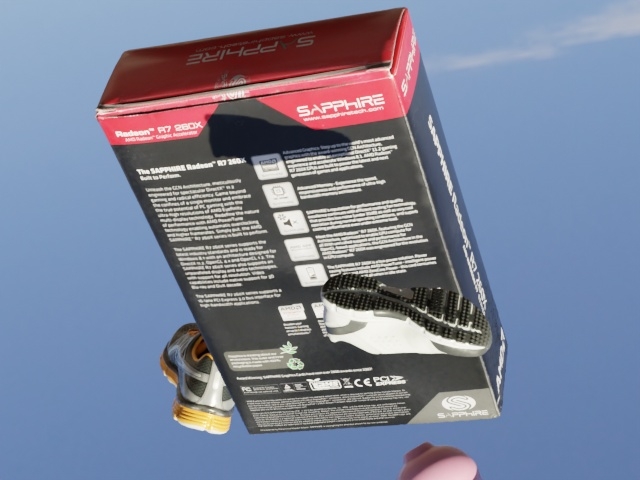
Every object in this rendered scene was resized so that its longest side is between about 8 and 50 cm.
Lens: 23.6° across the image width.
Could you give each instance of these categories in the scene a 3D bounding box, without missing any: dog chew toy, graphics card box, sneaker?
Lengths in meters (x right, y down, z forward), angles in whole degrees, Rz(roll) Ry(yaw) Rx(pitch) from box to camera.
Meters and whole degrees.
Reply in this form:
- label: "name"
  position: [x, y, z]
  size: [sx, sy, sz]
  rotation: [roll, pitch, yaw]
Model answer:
- label: "dog chew toy"
  position: [0.224, 0.447, 2.239]
  size: [0.206, 0.332, 0.206]
  rotation: [-31, 172, -5]
- label: "graphics card box"
  position: [0.000, 0.000, 1.214]
  size: [0.232, 0.371, 0.094]
  rotation: [-7, -140, 18]
- label: "sneaker"
  position: [0.053, 0.052, 0.949]
  size: [0.109, 0.044, 0.040]
  rotation: [15, -136, 10]
- label: "sneaker"
  position: [-0.120, 0.130, 1.651]
  size: [0.084, 0.083, 0.215]
  rotation: [12, -164, -16]
